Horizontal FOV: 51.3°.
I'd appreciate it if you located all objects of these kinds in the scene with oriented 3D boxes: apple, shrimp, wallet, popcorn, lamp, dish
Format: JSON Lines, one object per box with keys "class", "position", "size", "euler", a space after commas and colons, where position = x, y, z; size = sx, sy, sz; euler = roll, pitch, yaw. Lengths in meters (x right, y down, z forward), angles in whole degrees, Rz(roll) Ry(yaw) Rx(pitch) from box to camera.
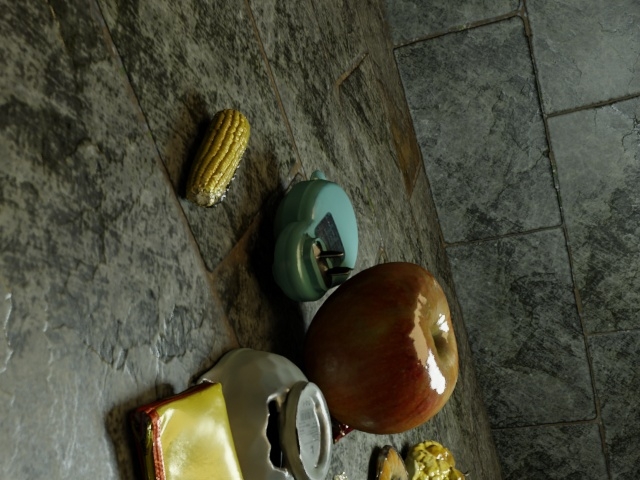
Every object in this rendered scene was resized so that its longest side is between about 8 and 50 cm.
{"class": "apple", "position": [0.101, 0.196, 1.203], "size": [0.301, 0.301, 0.302], "euler": [-11, 90, -71]}
{"class": "shrimp", "position": [0.175, 0.639, 1.569], "size": [0.222, 0.054, 0.290], "euler": [-43, 121, -68]}
{"class": "wallet", "position": [-0.157, 0.305, 0.807], "size": [0.141, 0.067, 0.241], "euler": [-5, 82, -60]}
{"class": "popcorn", "position": [0.290, 0.629, 1.784], "size": [0.194, 0.163, 0.140], "euler": [-133, -138, -65]}
{"class": "lamp", "position": [-0.011, 0.002, 1.241], "size": [0.284, 0.147, 0.209], "euler": [-82, 153, -62]}
{"class": "dish", "position": [-0.062, 0.290, 0.992], "size": [0.303, 0.120, 0.303], "euler": [-11, 90, -72]}

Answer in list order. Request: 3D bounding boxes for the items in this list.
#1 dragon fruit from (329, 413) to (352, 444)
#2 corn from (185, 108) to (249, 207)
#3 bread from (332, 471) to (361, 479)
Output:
{"class": "dragon fruit", "position": [0.035, 0.311, 1.334], "size": [0.127, 0.120, 0.161], "euler": [-11, 64, -36]}
{"class": "corn", "position": [-0.157, -0.128, 1.027], "size": [0.203, 0.072, 0.072], "euler": [-78, 151, -45]}
{"class": "bread", "position": [0.032, 0.547, 1.042], "size": [0.314, 0.171, 0.192], "euler": [-75, 152, -48]}
